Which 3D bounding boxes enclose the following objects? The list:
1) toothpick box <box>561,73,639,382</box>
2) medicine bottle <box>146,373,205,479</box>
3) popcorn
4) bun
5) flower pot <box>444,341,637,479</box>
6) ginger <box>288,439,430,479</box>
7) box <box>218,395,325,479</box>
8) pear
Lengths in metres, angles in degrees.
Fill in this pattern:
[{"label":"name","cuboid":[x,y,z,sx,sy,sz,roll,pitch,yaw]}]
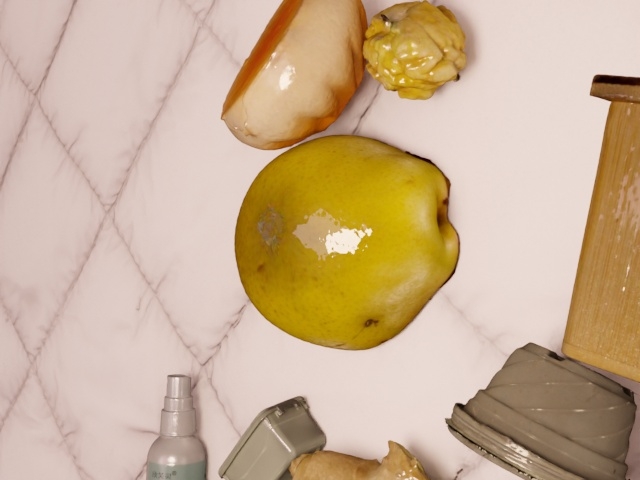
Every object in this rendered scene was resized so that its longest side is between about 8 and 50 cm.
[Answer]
[{"label":"toothpick box","cuboid":[0.386,-0.007,0.857,0.187,0.190,0.308,17,102,41]},{"label":"medicine bottle","cuboid":[-0.272,0.431,1.479,0.110,0.110,0.352,-1,86,43]},{"label":"popcorn","cuboid":[0.135,-0.278,1.141,0.148,0.152,0.167,-24,43,10]},{"label":"bun","cuboid":[-0.025,-0.262,1.248,0.299,0.164,0.299,-52,18,24]},{"label":"flower pot","cuboid":[0.276,0.209,0.921,0.235,0.235,0.141,27,90,41]},{"label":"ginger","cuboid":[0.065,0.375,1.155,0.267,0.138,0.152,-8,69,29]},{"label":"box","cuboid":[-0.074,0.352,1.300,0.093,0.124,0.172,45,118,23]},{"label":"pear","cuboid":[0.000,0.000,1.204,0.386,0.191,0.341,-22,72,40]}]
